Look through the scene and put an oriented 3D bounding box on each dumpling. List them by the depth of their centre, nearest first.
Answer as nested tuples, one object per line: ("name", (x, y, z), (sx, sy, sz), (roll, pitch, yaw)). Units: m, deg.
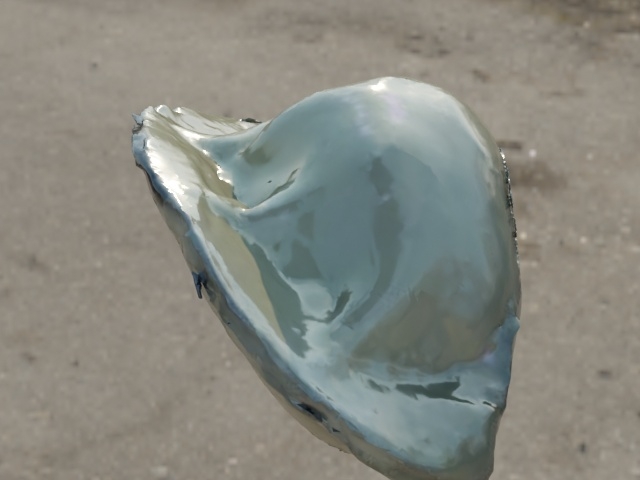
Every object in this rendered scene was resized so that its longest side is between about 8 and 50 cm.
("dumpling", (0.000, 0.000, 0.588), (0.173, 0.142, 0.247), (25, 22, -21))
